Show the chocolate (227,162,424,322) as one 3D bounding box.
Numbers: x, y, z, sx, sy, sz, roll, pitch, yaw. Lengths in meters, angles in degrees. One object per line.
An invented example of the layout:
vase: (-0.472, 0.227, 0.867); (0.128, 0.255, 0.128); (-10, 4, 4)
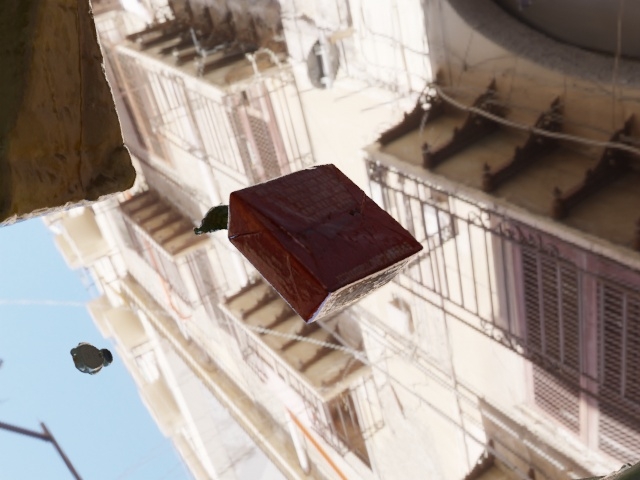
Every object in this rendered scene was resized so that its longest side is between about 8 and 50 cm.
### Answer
chocolate: (0.000, 0.000, 1.193); (0.235, 0.108, 0.237); (43, -140, 23)

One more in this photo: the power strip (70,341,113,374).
power strip: (-0.352, 0.182, 1.145); (0.035, 0.083, 0.055); (-32, -107, 17)

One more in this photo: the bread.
bread: (-0.340, -0.187, 0.668); (0.233, 0.362, 0.245); (-7, -173, 16)

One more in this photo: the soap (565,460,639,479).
soap: (0.220, 0.280, 0.566); (0.138, 0.199, 0.182); (-9, 161, -36)

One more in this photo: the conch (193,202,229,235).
conch: (-0.215, -0.038, 1.614); (0.121, 0.089, 0.074); (-27, -106, -15)
